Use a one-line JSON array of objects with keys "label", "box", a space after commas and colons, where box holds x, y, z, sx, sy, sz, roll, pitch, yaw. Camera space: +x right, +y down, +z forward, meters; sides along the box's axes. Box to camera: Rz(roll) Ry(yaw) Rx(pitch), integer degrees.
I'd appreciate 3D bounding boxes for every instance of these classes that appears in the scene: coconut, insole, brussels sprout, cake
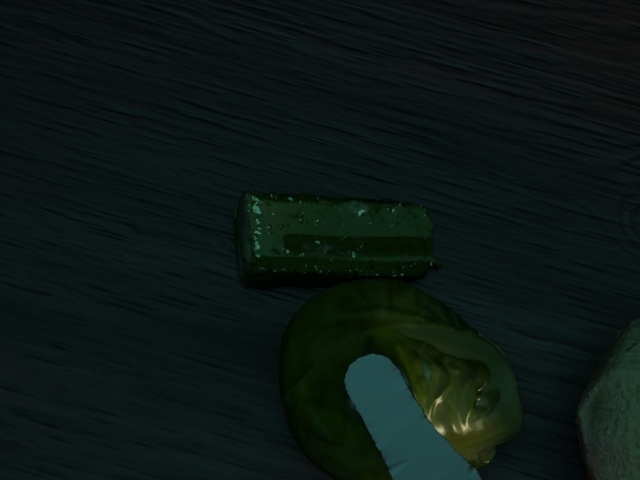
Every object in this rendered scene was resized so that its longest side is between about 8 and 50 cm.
[{"label": "coconut", "box": [0.416, 0.206, 1.652, 0.297, 0.254, 0.297, -1, 93, -26]}, {"label": "insole", "box": [0.099, 0.217, 1.579, 0.080, 0.003, 0.232, -34, 88, -3]}, {"label": "brussels sprout", "box": [0.089, 0.165, 1.694, 0.271, 0.210, 0.219, 3, 53, -7]}, {"label": "cake", "box": [0.012, 0.003, 1.818, 0.235, 0.099, 0.100, 2, 75, -21]}]

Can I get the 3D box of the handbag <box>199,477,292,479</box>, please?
[{"label": "handbag", "box": [-0.155, 0.326, 1.699, 0.270, 0.117, 0.182, -7, 37, -2]}]
